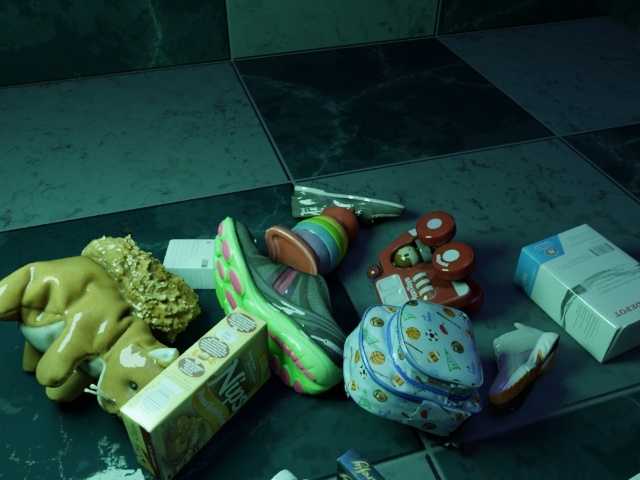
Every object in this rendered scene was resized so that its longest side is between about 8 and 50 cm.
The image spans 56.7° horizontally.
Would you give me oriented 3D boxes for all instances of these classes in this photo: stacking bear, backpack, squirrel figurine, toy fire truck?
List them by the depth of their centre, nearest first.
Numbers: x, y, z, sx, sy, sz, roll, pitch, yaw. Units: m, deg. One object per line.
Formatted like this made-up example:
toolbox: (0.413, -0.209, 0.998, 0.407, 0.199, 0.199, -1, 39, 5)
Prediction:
backpack: (0.183, 0.248, 1.199, 0.264, 0.213, 0.276, 11, 38, -11)
squirrel figurine: (-0.419, 0.181, 1.263, 0.371, 0.281, 0.397, 26, 48, 18)
toy fire truck: (0.248, 0.080, 1.487, 0.254, 0.169, 0.302, -21, 40, 3)
stacking bear: (0.000, 0.000, 1.574, 0.164, 0.175, 0.289, 25, 38, 22)

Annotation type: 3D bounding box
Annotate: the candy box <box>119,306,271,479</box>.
candy box: (-0.232, 0.299, 1.180, 0.088, 0.182, 0.316, 26, 46, 26)

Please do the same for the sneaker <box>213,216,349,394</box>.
sneaker: (-0.093, 0.138, 1.381, 0.202, 0.185, 0.482, -19, 60, -39)

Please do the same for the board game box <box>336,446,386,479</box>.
board game box: (0.118, 0.481, 0.981, 0.042, 0.165, 0.243, -27, 46, -29)

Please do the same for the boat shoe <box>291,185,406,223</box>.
boat shoe: (0.078, -0.089, 1.740, 0.335, 0.095, 0.112, 10, 5, 6)

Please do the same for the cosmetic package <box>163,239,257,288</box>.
cosmetic package: (-0.280, 0.061, 1.544, 0.231, 0.085, 0.117, -2, 40, -1)

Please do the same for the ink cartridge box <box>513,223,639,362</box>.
ink cartridge box: (0.668, 0.119, 1.450, 0.223, 0.129, 0.307, -17, 43, -21)

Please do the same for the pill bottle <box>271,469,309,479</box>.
pill bottle: (-0.019, 0.481, 1.033, 0.169, 0.094, 0.094, 30, 48, 31)

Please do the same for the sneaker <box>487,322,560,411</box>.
sneaker: (0.418, 0.272, 1.305, 0.121, 0.099, 0.262, 23, 37, 35)

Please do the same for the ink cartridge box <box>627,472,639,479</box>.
ink cartridge box: (0.601, 0.505, 0.987, 0.306, 0.131, 0.226, -19, 43, -20)
